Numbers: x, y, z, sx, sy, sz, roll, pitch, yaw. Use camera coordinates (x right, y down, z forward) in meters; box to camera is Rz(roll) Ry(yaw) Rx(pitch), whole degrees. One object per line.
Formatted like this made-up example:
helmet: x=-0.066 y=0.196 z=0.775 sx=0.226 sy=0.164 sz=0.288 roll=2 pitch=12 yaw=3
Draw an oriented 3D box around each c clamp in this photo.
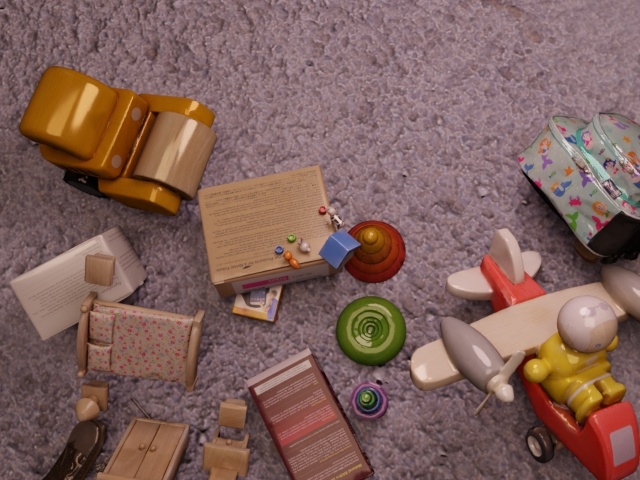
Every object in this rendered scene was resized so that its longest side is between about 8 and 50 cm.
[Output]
c clamp: x=-0.345 y=0.387 z=1.414 sx=0.137 sy=0.022 sz=0.160 roll=41 pitch=82 yaw=9

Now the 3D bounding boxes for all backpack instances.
backpack: x=0.471 y=-0.111 z=1.329 sx=0.253 sy=0.225 sz=0.191 roll=50 pitch=127 yaw=29

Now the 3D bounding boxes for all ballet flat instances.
ballet flat: x=-0.459 y=0.429 z=1.402 sx=0.084 sy=0.058 sz=0.249 roll=30 pitch=85 yaw=16

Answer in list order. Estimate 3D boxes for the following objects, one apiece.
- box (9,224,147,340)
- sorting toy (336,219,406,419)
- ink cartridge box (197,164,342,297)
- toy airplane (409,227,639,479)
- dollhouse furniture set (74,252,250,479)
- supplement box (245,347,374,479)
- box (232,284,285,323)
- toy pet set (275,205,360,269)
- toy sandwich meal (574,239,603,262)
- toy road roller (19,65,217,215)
box: x=-0.424 y=0.070 z=1.406 sx=0.182 sy=0.181 sz=0.119 roll=-28 pitch=98 yaw=-1
sorting toy: x=0.086 y=0.125 z=1.374 sx=0.127 sy=0.126 sz=0.365 roll=1 pitch=75 yaw=7
ink cartridge box: x=-0.091 y=-0.017 z=1.429 sx=0.235 sy=0.088 sz=0.193 roll=-11 pitch=67 yaw=-2
toy airplane: x=0.373 y=0.141 z=1.257 sx=0.385 sy=0.272 sz=0.386 roll=26 pitch=62 yaw=2
dollhouse furniture set: x=-0.255 y=0.230 z=1.261 sx=0.303 sy=0.174 sz=0.355 roll=9 pitch=112 yaw=2
supplement box: x=-0.018 y=0.323 z=1.362 sx=0.130 sy=0.073 sz=0.239 roll=-28 pitch=73 yaw=0
box: x=-0.108 y=0.079 z=1.459 sx=0.081 sy=0.028 sz=0.136 roll=11 pitch=79 yaw=9
toy pet set: x=0.000 y=0.000 z=1.333 sx=0.114 sy=0.065 sz=0.122 roll=41 pitch=75 yaw=17
toy sandwich meal: x=0.499 y=0.003 z=1.407 sx=0.086 sy=0.029 sz=0.085 roll=-2 pitch=64 yaw=4
toy road roller: x=-0.379 y=-0.191 z=1.420 sx=0.330 sy=0.240 sz=0.202 roll=12 pitch=77 yaw=32
